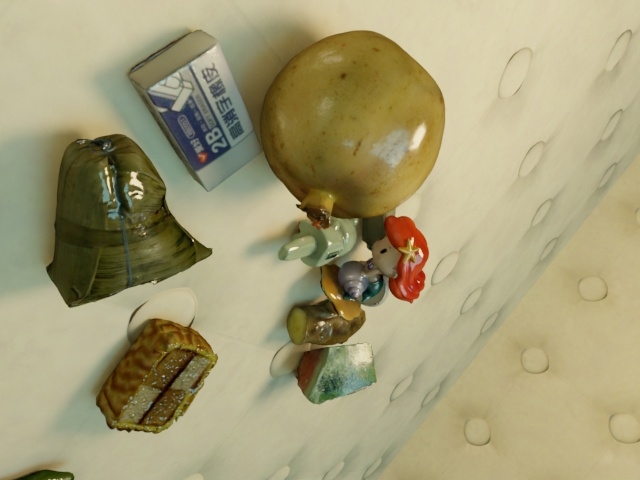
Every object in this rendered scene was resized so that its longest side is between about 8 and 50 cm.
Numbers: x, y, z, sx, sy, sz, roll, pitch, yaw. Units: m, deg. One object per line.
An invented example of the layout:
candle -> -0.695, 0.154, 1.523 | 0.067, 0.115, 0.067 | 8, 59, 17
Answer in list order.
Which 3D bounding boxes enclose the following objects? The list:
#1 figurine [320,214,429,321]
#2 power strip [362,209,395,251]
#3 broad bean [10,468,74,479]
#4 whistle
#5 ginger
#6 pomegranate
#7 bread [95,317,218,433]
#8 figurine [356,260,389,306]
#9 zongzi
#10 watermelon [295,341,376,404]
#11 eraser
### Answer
figurine -> 0.151, 0.069, 1.171 | 0.257, 0.208, 0.181 | -32, 179, 24
power strip -> 0.142, -0.077, 1.187 | 0.052, 0.078, 0.272 | -34, 142, -26
broad bean -> -0.563, 0.464, 0.908 | 0.195, 0.046, 0.061 | -14, 143, -36
whistle -> 0.001, 0.002, 1.078 | 0.253, 0.106, 0.102 | -19, 119, -49
ginger -> 0.024, 0.218, 1.299 | 0.263, 0.109, 0.116 | -2, 125, -47
pomegranate -> 0.048, -0.169, 0.809 | 0.319, 0.319, 0.319 | -30, 141, -28
bread -> -0.316, 0.266, 0.965 | 0.222, 0.096, 0.181 | -55, 146, 2
figurine -> 0.160, 0.102, 1.362 | 0.153, 0.132, 0.132 | -23, 138, -54
zongzi -> -0.247, -0.042, 0.733 | 0.274, 0.125, 0.251 | -13, 138, -45
watermelon -> 0.017, 0.357, 1.394 | 0.193, 0.256, 0.140 | -8, 86, -22
eraser -> -0.174, -0.185, 0.734 | 0.124, 0.068, 0.210 | -41, 146, -15
